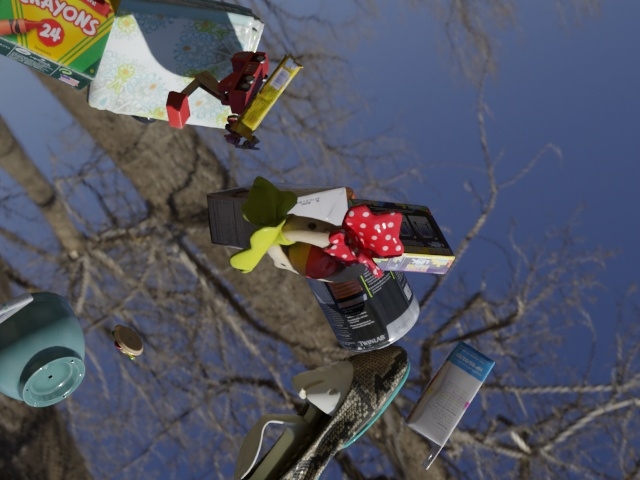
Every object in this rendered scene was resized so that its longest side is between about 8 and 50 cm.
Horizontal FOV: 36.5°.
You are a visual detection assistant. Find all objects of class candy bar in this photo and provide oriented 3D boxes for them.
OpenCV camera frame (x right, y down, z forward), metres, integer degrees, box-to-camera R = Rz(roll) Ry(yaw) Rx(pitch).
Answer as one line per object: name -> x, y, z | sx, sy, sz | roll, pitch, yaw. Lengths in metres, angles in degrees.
candy bar -> -0.088, -0.241, 1.623 | 0.161, 0.040, 0.018 | -53, 175, 4

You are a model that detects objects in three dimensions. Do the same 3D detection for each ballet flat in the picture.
ballet flat -> -0.029, 0.367, 1.860 | 0.483, 0.182, 0.164 | -52, -158, 2

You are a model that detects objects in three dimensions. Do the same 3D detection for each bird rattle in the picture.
bird rattle -> 0.000, 0.000, 1.459 | 0.254, 0.207, 0.143 | 5, -113, 7

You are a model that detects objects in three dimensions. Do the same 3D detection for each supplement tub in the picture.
supplement tub -> 0.064, 0.058, 2.025 | 0.194, 0.316, 0.193 | -22, -158, 10

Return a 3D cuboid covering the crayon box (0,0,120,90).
crayon box -> -0.461, -0.457, 1.734 | 0.081, 0.202, 0.318 | -15, -122, 56

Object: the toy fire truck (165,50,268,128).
toy fire truck -> -0.177, -0.266, 1.684 | 0.135, 0.047, 0.192 | 8, -134, 12

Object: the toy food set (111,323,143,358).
toy food set -> -0.436, 0.227, 2.187 | 0.020, 0.083, 0.082 | -41, -165, 20

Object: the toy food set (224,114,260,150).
toy food set -> -0.166, -0.220, 2.010 | 0.078, 0.122, 0.019 | 7, -120, 14

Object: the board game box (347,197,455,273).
board game box -> 0.139, -0.008, 1.748 | 0.170, 0.048, 0.141 | 5, -138, -27

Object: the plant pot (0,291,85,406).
plant pot -> -0.737, 0.309, 2.535 | 0.293, 0.293, 0.196 | -34, -124, -16

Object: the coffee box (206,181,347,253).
coffee box -> -0.079, -0.043, 1.714 | 0.141, 0.098, 0.246 | -13, -167, -34

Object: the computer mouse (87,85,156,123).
computer mouse -> -0.506, -0.375, 2.418 | 0.041, 0.242, 0.071 | -36, -152, 43

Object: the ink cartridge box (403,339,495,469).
ink cartridge box -> 0.176, 0.240, 1.418 | 0.181, 0.062, 0.104 | -57, 173, -8

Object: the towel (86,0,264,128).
towel -> -0.347, -0.425, 2.291 | 0.374, 0.320, 0.090 | 8, -142, -15

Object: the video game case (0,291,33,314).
video game case -> -0.704, 0.183, 1.960 | 0.212, 0.023, 0.193 | -33, -178, 9
